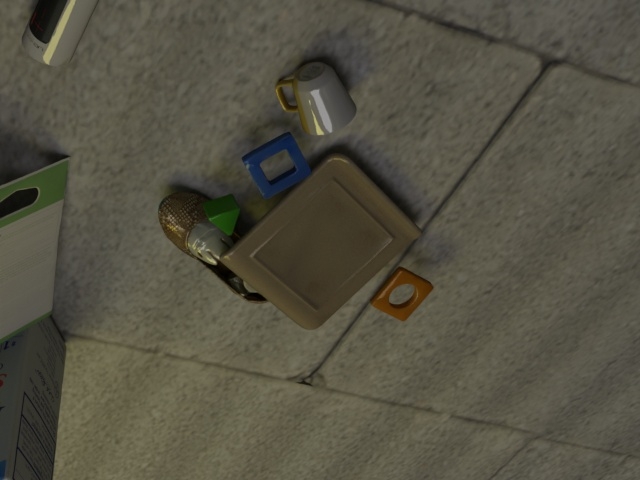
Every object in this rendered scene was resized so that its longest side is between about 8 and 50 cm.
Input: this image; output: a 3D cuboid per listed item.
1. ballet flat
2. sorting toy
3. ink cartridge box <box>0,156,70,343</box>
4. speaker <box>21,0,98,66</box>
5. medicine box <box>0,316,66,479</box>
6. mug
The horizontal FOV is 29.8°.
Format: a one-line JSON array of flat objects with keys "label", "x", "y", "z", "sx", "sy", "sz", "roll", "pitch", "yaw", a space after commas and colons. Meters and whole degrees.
[{"label": "ballet flat", "x": -0.115, "y": 0.013, "z": 1.458, "sx": 0.073, "sy": 0.067, "sz": 0.206, "roll": -49, "pitch": 133, "yaw": 0}, {"label": "sorting toy", "x": 0.000, "y": 0.000, "z": 1.449, "sx": 0.196, "sy": 0.047, "sz": 0.348, "roll": -41, "pitch": 129, "yaw": 9}, {"label": "ink cartridge box", "x": -0.375, "y": 0.018, "z": 1.386, "sx": 0.056, "sy": 0.171, "sz": 0.235, "roll": 27, "pitch": 124, "yaw": 23}, {"label": "speaker", "x": -0.247, "y": -0.235, "z": 1.178, "sx": 0.055, "sy": 0.055, "sz": 0.136, "roll": 17, "pitch": 136, "yaw": -22}, {"label": "medicine box", "x": -0.478, "y": 0.223, "z": 1.513, "sx": 0.264, "sy": 0.289, "sz": 0.149, "roll": -7, "pitch": 139, "yaw": 4}, {"label": "mug", "x": -0.008, "y": -0.153, "z": 1.288, "sx": 0.078, "sy": 0.062, "sz": 0.064, "roll": -19, "pitch": 130, "yaw": 7}]
